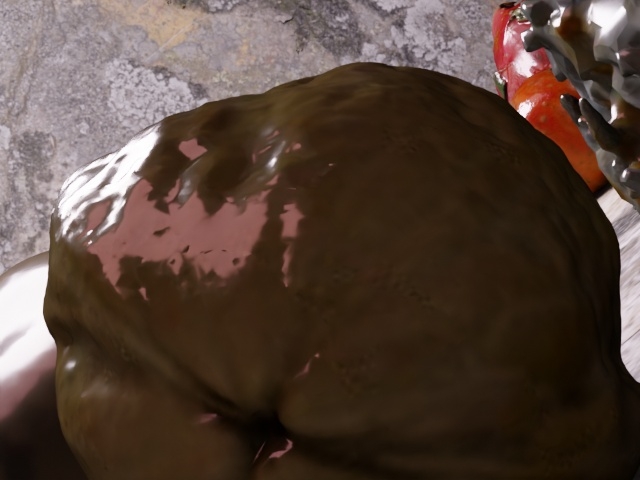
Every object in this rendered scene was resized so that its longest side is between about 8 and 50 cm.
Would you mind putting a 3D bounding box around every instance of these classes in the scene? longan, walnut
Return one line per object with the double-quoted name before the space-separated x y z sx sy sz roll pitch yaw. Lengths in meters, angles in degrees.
"longan" -0.169 0.154 1.138 0.319 0.319 0.319 -43 1 1
"walnut" 0.009 0.041 0.602 0.283 0.283 0.227 -49 -19 -77

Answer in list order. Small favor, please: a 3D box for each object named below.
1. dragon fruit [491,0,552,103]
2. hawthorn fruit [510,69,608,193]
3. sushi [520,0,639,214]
"dragon fruit" 0.309 -0.211 1.623 0.269 0.198 0.200 -17 32 -14
"hawthorn fruit" 0.216 -0.092 1.302 0.128 0.128 0.128 -43 1 1
"sushi" 0.278 -0.177 0.743 0.417 0.176 0.417 -43 1 1
